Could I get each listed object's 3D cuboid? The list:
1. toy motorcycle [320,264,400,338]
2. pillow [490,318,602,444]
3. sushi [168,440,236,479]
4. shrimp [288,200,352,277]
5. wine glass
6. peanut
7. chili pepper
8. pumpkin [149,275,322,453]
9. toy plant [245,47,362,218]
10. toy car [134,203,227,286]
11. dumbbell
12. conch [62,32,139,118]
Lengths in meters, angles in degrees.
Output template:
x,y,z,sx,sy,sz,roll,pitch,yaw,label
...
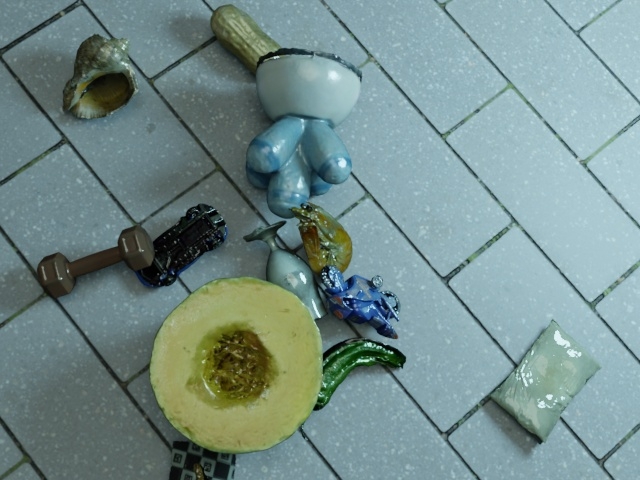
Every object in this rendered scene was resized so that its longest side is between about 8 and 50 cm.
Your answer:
x,y,z,sx,sy,sz,roll,pitch,yaw,label
0.081,0.128,1.874,0.205,0.076,0.114,26,54,-24,toy motorcycle
0.478,0.297,1.912,0.148,0.050,0.229,43,71,1,pillow
-0.239,0.492,1.771,0.139,0.031,0.200,14,69,-25,sushi
0.001,0.001,1.871,0.051,0.217,0.115,5,58,40,shrimp
-0.067,0.071,1.874,0.103,0.103,0.222,-26,84,-14,wine glass
-0.155,-0.434,2.012,0.090,0.098,0.214,-44,88,-9,peanut
0.041,0.280,1.851,0.279,0.065,0.122,-34,77,-19,chili pepper
-0.162,0.243,1.779,0.333,0.199,0.332,1,81,-5,pumpkin
-0.046,-0.206,1.903,0.247,0.247,0.332,9,77,-5,toy plant
-0.289,0.016,1.884,0.216,0.063,0.103,-38,77,0,toy car
-0.449,0.042,1.822,0.231,0.082,0.092,-18,79,1,dumbbell
-0.466,-0.342,1.928,0.155,0.130,0.207,39,87,18,conch
